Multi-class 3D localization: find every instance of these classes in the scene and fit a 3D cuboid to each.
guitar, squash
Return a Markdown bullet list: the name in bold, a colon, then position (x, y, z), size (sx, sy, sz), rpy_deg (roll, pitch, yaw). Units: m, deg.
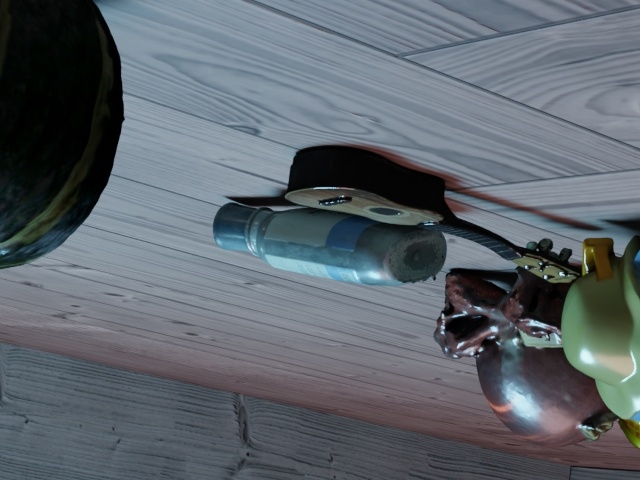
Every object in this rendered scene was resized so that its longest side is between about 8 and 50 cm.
- **guitar**: position (0.096, -0.017, 1.337), size (0.271, 0.038, 0.084), rpy_deg (18, 167, -32)
- **squash**: position (-0.230, -0.077, 0.939), size (0.252, 0.165, 0.252), rpy_deg (12, 169, 2)

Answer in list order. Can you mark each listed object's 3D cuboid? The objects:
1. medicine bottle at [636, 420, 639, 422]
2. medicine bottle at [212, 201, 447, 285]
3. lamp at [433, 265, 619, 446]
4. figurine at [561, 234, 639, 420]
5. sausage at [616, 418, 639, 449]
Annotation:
- **medicine bottle**: position (0.352, 0.132, 1.741), size (0.110, 0.110, 0.352), rpy_deg (16, 167, -36)
- **medicine bottle**: position (0.000, 0.000, 1.439), size (0.208, 0.054, 0.090), rpy_deg (10, -167, 40)
- **lamp**: position (0.217, 0.115, 1.660), size (0.223, 0.151, 0.215), rpy_deg (18, 163, -32)
- **figurine**: position (0.315, 0.076, 1.371), size (0.262, 0.154, 0.180), rpy_deg (15, 157, -14)
- **sausage**: position (0.458, 0.215, 2.081), size (0.317, 0.117, 0.125), rpy_deg (5, 178, 16)
